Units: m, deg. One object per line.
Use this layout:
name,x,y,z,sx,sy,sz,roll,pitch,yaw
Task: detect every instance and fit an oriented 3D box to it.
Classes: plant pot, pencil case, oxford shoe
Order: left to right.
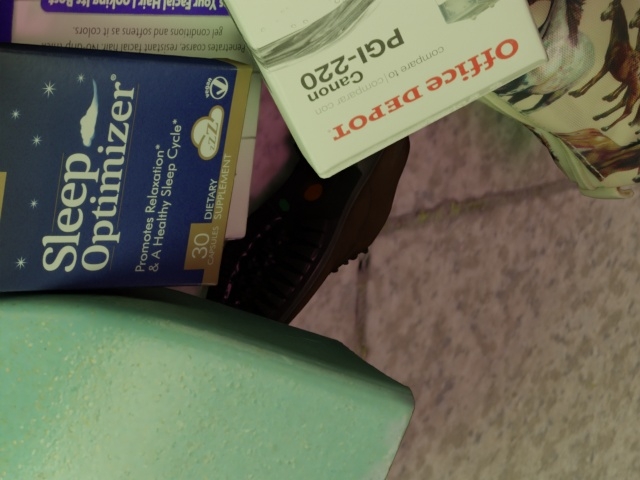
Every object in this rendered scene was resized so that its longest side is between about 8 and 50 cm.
plant pot,-0.127,0.141,0.959,0.252,0.247,0.248,23,90,-12
oxford shoe,0.000,0.000,1.147,0.227,0.082,0.096,-55,142,-8
pencil case,0.132,-0.167,1.147,0.410,0.160,0.184,27,88,-44

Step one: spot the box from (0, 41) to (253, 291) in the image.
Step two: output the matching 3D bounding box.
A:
box,-0.144,-0.040,0.886,0.225,0.036,0.136,0,106,-40

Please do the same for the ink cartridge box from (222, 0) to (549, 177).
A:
ink cartridge box,0.017,-0.166,0.904,0.158,0.092,0.218,-27,129,1

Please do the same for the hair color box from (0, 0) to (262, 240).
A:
hair color box,-0.126,-0.167,0.949,0.185,0.110,0.339,-5,108,-41
